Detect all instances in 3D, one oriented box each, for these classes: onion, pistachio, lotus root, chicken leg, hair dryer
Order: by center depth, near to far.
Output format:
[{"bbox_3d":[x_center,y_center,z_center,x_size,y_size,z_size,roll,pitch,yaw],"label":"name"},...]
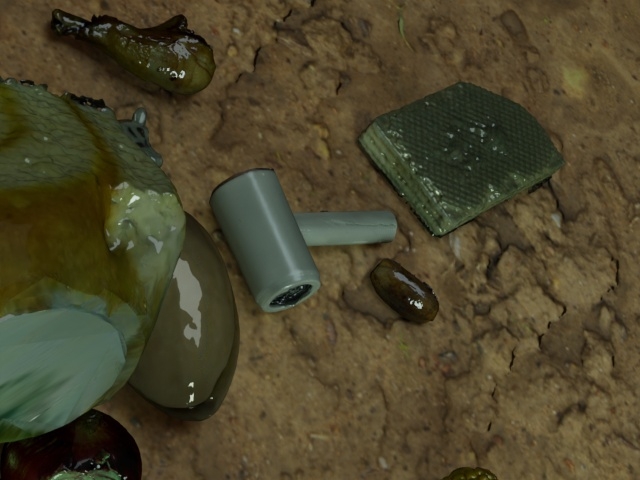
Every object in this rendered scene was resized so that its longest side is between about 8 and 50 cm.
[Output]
[{"bbox_3d":[-0.206,0.183,1.524,0.117,0.118,0.119,14,49,-35],"label":"onion"},{"bbox_3d":[-0.145,0.054,1.675,0.135,0.136,0.226,-6,66,-42],"label":"pistachio"},{"bbox_3d":[0.000,0.000,1.886,0.236,0.073,0.131,-1,60,-50],"label":"hair dryer"},{"bbox_3d":[-0.189,-0.202,1.891,0.178,0.070,0.093,13,43,-18],"label":"chicken leg"},{"bbox_3d":[0.087,0.055,1.918,0.083,0.037,0.030,39,45,-7],"label":"lotus root"}]

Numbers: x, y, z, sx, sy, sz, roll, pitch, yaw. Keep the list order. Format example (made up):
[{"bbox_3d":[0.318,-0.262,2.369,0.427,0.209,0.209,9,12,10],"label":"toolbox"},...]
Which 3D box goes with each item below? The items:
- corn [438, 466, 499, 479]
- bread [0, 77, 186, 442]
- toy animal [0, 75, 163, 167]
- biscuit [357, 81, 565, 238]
[{"bbox_3d":[0.164,0.320,1.736,0.080,0.080,0.231,2,57,-38],"label":"corn"},{"bbox_3d":[-0.255,0.026,1.456,0.395,0.239,0.264,-10,37,-45],"label":"bread"},{"bbox_3d":[-0.274,-0.082,1.707,0.255,0.090,0.170,24,41,-26],"label":"toy animal"},{"bbox_3d":[0.167,-0.103,2.100,0.252,0.052,0.150,-25,74,-47],"label":"biscuit"}]
